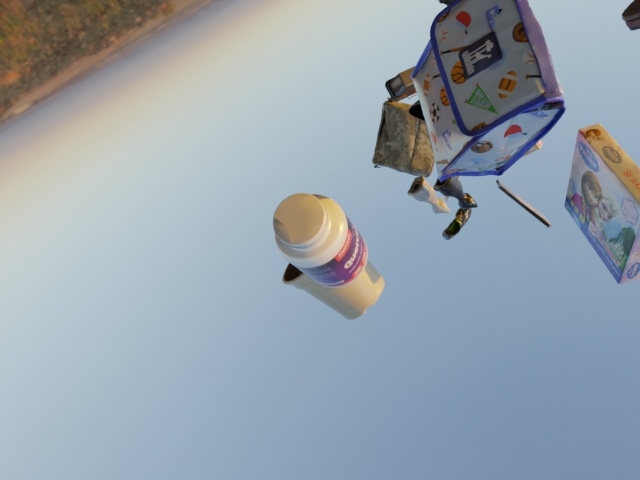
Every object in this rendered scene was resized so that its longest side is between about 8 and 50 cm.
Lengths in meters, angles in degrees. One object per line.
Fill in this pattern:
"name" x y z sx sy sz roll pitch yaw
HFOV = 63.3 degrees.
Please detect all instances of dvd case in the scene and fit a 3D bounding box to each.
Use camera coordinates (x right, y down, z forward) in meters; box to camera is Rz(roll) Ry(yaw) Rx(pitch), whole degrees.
"dvd case" 0.711 -0.133 1.824 0.018 0.221 0.164 -51 178 20

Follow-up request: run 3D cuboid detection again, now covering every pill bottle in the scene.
"pill bottle" 0.000 0.000 1.294 0.181 0.323 0.182 -5 -109 17

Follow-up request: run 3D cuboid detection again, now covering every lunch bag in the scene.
"lunch bag" 0.367 -0.443 2.237 0.255 0.306 0.213 10 -163 -4
"lunch bag" 0.377 -0.360 1.199 0.238 0.328 0.385 -9 166 -13

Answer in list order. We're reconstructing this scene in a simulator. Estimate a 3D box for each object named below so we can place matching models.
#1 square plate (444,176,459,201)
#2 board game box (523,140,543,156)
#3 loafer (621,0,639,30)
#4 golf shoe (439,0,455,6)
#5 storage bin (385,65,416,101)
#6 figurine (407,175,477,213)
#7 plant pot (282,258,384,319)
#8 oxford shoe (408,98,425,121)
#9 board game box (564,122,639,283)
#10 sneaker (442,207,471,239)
"square plate" 0.636 -0.397 2.343 0.049 0.344 0.347 22 -138 7
"board game box" 0.560 -0.333 1.591 0.146 0.194 0.045 -28 -169 49
"loafer" 0.797 -0.540 1.131 0.302 0.095 0.109 -38 -158 -5
"golf shoe" 0.460 -0.848 1.768 0.120 0.273 0.105 -39 -167 -27
"storage bin" 0.311 -0.555 1.819 0.135 0.098 0.091 -28 180 -17
"figurine" 0.490 -0.175 2.083 0.214 0.209 0.093 -10 -127 49
"plant pot" 0.073 0.134 2.041 0.334 0.305 0.334 -44 -164 16
"oxford shoe" 0.459 -0.428 1.775 0.132 0.130 0.363 -23 -153 -30
"board game box" 0.788 -0.097 1.418 0.065 0.318 0.319 -17 -132 3
"sneaker" 0.610 -0.079 2.285 0.188 0.067 0.078 -51 -176 -9
